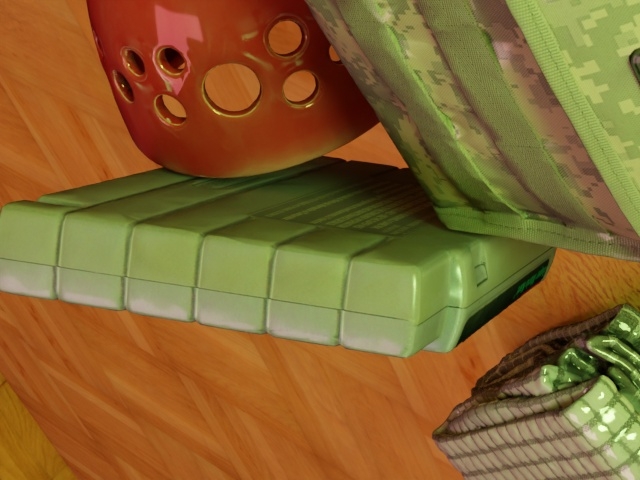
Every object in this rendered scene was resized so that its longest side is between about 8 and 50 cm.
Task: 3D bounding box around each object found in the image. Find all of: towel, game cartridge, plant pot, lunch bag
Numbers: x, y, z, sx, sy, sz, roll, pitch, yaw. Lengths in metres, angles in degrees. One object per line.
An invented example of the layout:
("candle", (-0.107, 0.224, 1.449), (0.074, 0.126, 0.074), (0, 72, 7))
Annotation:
("towel", (0.222, 0.165, 1.202), (0.235, 0.121, 0.284), (47, 161, -1))
("game cartridge", (0.000, 0.000, 0.985), (0.230, 0.068, 0.355), (13, -168, 17))
("plant pot", (-0.049, -0.158, 0.994), (0.191, 0.191, 0.174), (22, 144, 46))
("lunch bag", (0.137, -0.111, 0.761), (0.287, 0.169, 0.235), (13, 146, 48))
